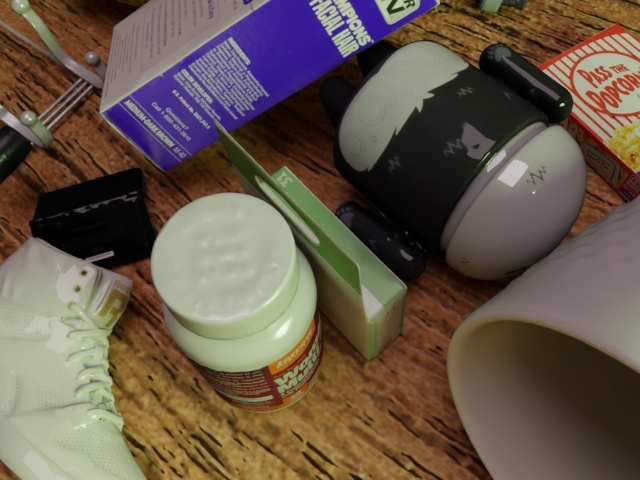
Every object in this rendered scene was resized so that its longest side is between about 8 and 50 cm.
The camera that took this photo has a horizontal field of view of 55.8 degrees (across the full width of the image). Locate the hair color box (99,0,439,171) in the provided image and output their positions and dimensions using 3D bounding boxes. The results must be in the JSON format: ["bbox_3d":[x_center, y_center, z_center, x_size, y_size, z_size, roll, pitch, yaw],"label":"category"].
[{"bbox_3d":[-0.066,-0.238,0.643,0.338,0.110,0.185,-29,44,17],"label":"hair color box"}]

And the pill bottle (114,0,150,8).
[{"bbox_3d":[-0.255,-0.409,0.790,0.333,0.188,0.188,19,64,13],"label":"pill bottle"}]

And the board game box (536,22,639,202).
[{"bbox_3d":[0.351,-0.150,0.698,0.146,0.045,0.194,-30,64,-13],"label":"board game box"}]

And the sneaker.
[{"bbox_3d":[-0.221,0.109,0.550,0.292,0.108,0.169,36,76,21],"label":"sneaker"}]

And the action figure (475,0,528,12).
[{"bbox_3d":[0.128,-0.353,0.792,0.284,0.099,0.186,-9,67,1],"label":"action figure"}]

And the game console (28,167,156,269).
[{"bbox_3d":[-0.251,-0.020,0.679,0.122,0.071,0.107,-17,92,-5],"label":"game console"}]

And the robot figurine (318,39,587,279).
[{"bbox_3d":[0.126,-0.085,0.608,0.278,0.209,0.173,43,37,23],"label":"robot figurine"}]

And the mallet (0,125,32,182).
[{"bbox_3d":[-0.393,-0.137,0.641,0.189,0.039,0.062,41,68,4],"label":"mallet"}]

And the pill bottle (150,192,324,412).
[{"bbox_3d":[-0.061,0.061,0.506,0.121,0.221,0.121,-1,62,2],"label":"pill bottle"}]

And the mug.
[{"bbox_3d":[0.332,0.125,0.451,0.328,0.276,0.374,-31,95,-21],"label":"mug"}]

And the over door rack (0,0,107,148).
[{"bbox_3d":[-0.455,-0.202,0.735,0.324,0.108,0.240,29,66,17],"label":"over door rack"}]

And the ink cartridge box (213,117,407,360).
[{"bbox_3d":[0.000,0.000,0.528,0.056,0.235,0.171,-38,66,-15],"label":"ink cartridge box"}]
